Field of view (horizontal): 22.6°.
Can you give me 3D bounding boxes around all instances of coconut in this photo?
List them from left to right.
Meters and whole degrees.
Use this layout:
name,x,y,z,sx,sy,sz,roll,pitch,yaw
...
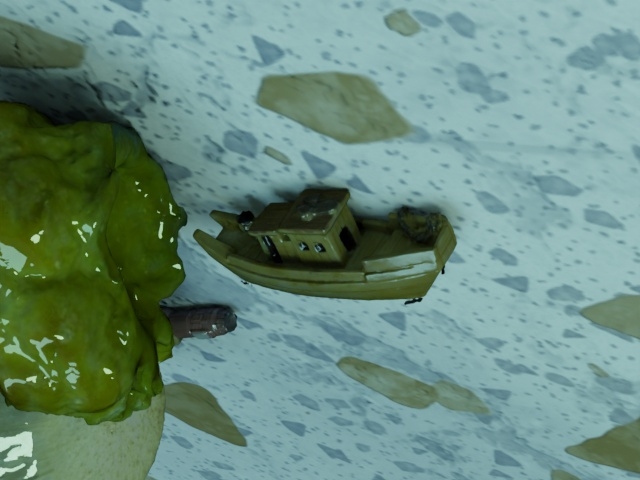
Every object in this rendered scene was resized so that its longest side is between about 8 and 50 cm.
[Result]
name,x,y,z,sx,sy,sz,roll,pitch,yaw
coconut,-0.298,0.142,1.359,0.329,0.328,0.329,18,154,9

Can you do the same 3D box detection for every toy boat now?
name,x,y,z,sx,sy,sz,roll,pitch,yaw
toy boat,0.000,0.000,1.119,0.206,0.064,0.072,3,134,34

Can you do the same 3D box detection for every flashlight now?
name,x,y,z,sx,sy,sz,roll,pitch,yaw
flashlight,-0.114,0.075,1.383,0.110,0.031,0.052,-7,142,45

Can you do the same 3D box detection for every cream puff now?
name,x,y,z,sx,sy,sz,roll,pitch,yaw
cream puff,-0.182,0.004,1.118,0.282,0.185,0.282,51,169,14
